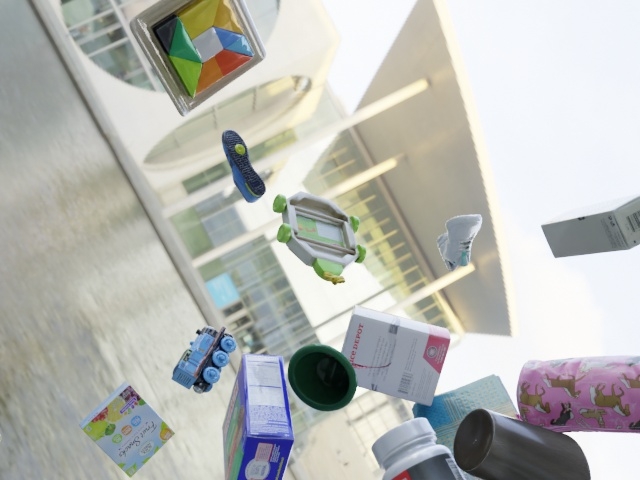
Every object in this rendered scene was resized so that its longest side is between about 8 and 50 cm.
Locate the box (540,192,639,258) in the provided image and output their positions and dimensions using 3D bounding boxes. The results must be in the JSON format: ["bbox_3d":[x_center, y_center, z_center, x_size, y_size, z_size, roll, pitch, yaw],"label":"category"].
[{"bbox_3d":[0.625,-0.030,1.543,0.094,0.113,0.275,65,-16,-1],"label":"box"}]

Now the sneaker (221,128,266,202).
[{"bbox_3d":[-0.224,-0.197,1.868,0.082,0.069,0.209,-27,-91,50],"label":"sneaker"}]

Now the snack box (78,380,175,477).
[{"bbox_3d":[-0.550,0.539,1.964,0.207,0.174,0.070,53,-22,-19],"label":"snack box"}]

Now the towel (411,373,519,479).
[{"bbox_3d":[0.402,0.515,1.812,0.370,0.271,0.040,-102,171,-64],"label":"towel"}]

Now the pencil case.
[{"bbox_3d":[0.619,0.336,1.473,0.386,0.167,0.160,-7,-76,35],"label":"pencil case"}]

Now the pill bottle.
[{"bbox_3d":[0.221,0.514,1.375,0.161,0.161,0.283,77,-13,-58],"label":"pill bottle"}]

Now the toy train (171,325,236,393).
[{"bbox_3d":[-0.277,0.282,1.657,0.105,0.184,0.080,33,-45,-6],"label":"toy train"}]

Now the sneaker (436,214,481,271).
[{"bbox_3d":[0.315,0.009,1.529,0.212,0.080,0.094,94,-9,-71],"label":"sneaker"}]

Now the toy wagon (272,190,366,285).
[{"bbox_3d":[0.000,0.000,1.936,0.068,0.267,0.344,-53,-147,37],"label":"toy wagon"}]

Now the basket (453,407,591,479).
[{"bbox_3d":[0.394,0.435,1.376,0.227,0.154,0.204,27,24,-16],"label":"basket"}]

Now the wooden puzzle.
[{"bbox_3d":[-0.225,-0.389,1.339,0.044,0.239,0.221,32,-23,43],"label":"wooden puzzle"}]

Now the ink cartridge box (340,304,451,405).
[{"bbox_3d":[0.201,0.319,1.940,0.117,0.283,0.207,-64,169,-79],"label":"ink cartridge box"}]

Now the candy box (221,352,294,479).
[{"bbox_3d":[-0.163,0.480,1.713,0.317,0.122,0.268,-106,-152,-62],"label":"candy box"}]

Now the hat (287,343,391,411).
[{"bbox_3d":[0.036,0.331,1.777,0.208,0.173,0.183,43,20,3],"label":"hat"}]
